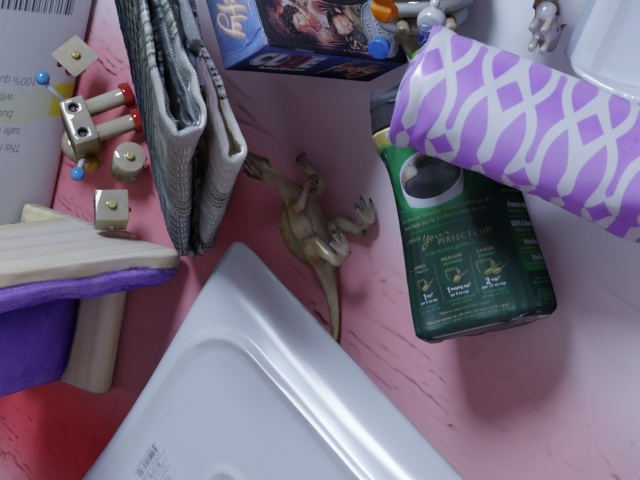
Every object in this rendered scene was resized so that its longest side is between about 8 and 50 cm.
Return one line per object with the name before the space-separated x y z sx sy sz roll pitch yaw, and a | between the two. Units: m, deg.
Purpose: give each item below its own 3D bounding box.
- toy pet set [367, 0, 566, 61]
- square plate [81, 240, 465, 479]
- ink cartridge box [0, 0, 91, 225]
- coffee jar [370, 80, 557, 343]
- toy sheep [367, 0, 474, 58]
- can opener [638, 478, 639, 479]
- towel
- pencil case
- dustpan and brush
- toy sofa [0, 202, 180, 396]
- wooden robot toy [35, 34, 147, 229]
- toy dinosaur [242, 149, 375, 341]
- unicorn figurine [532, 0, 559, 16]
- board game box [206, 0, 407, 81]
toy pet set | 0.101 -0.167 0.921 0.122 0.065 0.114 16 136 14
square plate | -0.059 0.237 1.092 0.344 0.049 0.347 46 115 27
ink cartridge box | -0.357 -0.162 1.202 0.160 0.279 0.384 24 107 36
coffee jar | 0.096 -0.027 0.978 0.096 0.079 0.184 -15 83 29
toy sheep | 0.068 -0.187 0.985 0.091 0.091 0.132 14 117 37
can opener | 0.258 0.139 0.874 0.186 0.073 0.059 -49 55 19
towel | -0.117 -0.168 1.045 0.324 0.056 0.312 110 147 -76
pencil case | 0.139 -0.060 0.886 0.206 0.086 0.088 24 148 8
dustpan and brush | 0.264 -0.126 0.850 0.211 0.060 0.147 25 112 10
toy sofa | -0.276 0.071 1.097 0.177 0.362 0.150 17 102 25
wooden robot toy | -0.192 -0.085 1.229 0.079 0.076 0.173 123 127 -67
toy dinosaur | 0.000 0.000 1.086 0.093 0.053 0.183 -26 88 54
unicorn figurine | 0.154 -0.210 0.944 0.162 0.060 0.111 -13 79 23
board game box | -0.031 -0.236 1.015 0.042 0.165 0.243 -23 79 37
